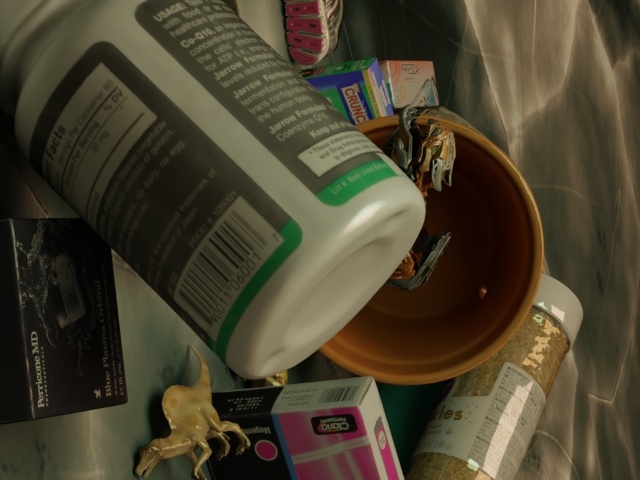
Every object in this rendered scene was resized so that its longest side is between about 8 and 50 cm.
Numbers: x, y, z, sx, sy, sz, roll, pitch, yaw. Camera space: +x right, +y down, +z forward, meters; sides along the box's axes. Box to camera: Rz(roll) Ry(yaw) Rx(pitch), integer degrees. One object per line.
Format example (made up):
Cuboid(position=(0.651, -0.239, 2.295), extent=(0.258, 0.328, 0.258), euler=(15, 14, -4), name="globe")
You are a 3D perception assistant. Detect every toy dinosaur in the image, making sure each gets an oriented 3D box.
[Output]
Cuboid(position=(-0.112, 0.167, 1.868), extent=(0.092, 0.053, 0.183), euler=(47, 35, -15), name="toy dinosaur")
Cuboid(position=(0.000, 0.000, 1.966), extent=(0.322, 0.218, 0.164), euler=(-54, 172, -1), name="toy dinosaur")

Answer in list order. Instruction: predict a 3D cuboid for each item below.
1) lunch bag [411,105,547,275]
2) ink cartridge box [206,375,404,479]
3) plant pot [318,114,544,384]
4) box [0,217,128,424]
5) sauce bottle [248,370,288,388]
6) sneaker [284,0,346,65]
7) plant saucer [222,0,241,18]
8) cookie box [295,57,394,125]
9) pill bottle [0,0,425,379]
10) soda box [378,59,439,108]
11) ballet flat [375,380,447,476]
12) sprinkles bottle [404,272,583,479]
Cuboid(position=(0.153, -0.022, 2.479), extent=(0.235, 0.169, 0.287), euler=(-35, 108, -63), name="lunch bag")
Cuboid(position=(0.012, 0.312, 1.986), extent=(0.069, 0.176, 0.371), euler=(-60, 137, -57), name="ink cartridge box")
Cuboid(position=(0.101, 0.003, 2.218), extent=(0.203, 0.291, 0.291), euler=(-42, 123, -83), name="plant pot")
Cuboid(position=(-0.233, 0.064, 1.571), extent=(0.158, 0.093, 0.156), euler=(-2, 84, -67), name="box")
Cuboid(position=(-0.054, 0.145, 2.061), extent=(0.042, 0.042, 0.128), euler=(41, 46, -59), name="sauce bottle")
Cuboid(position=(-0.007, -0.286, 2.303), extent=(0.075, 0.063, 0.170), euler=(-7, 94, -68), name="sneaker")
Cuboid(position=(-0.120, -0.133, 1.803), extent=(0.310, 0.050, 0.310), euler=(173, -90, -76), name="plant saucer")
Cuboid(position=(0.022, -0.154, 2.264), extent=(0.040, 0.107, 0.092), euler=(-62, 139, -56), name="cookie box")
Cuboid(position=(-0.108, -0.080, 1.567), extent=(0.361, 0.204, 0.204), euler=(45, 15, 16), name="pill bottle")
Cuboid(position=(0.093, -0.194, 2.526), extent=(0.183, 0.058, 0.063), euler=(-13, 95, -68), name="soda box")
Cuboid(position=(0.099, 0.301, 2.321), extent=(0.147, 0.147, 0.409), euler=(50, 41, -53), name="ballet flat")
Cuboid(position=(0.185, 0.200, 2.242), extent=(0.355, 0.121, 0.121), euler=(-63, 142, -31), name="sprinkles bottle")
